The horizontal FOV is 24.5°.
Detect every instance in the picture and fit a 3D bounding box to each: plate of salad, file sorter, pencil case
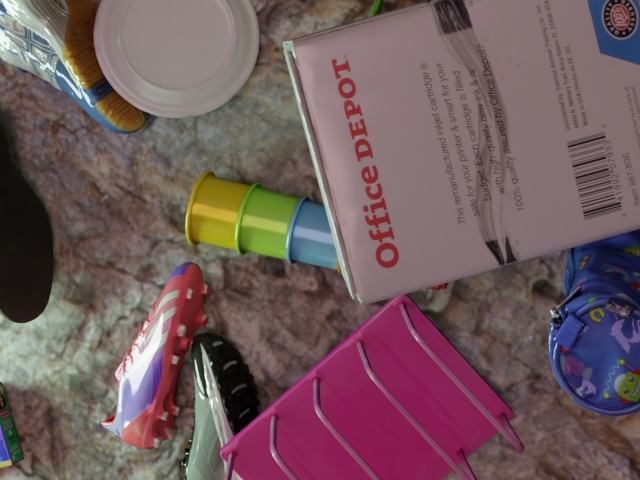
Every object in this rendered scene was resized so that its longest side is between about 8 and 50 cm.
[{"bbox_3d":[-0.174,-0.246,1.787,0.200,0.048,0.199,0,86,-7],"label":"plate of salad"},{"bbox_3d":[0.058,0.240,1.665,0.291,0.182,0.202,-42,98,5],"label":"file sorter"},{"bbox_3d":[0.309,0.074,1.559,0.133,0.306,0.119,37,112,1],"label":"pencil case"}]

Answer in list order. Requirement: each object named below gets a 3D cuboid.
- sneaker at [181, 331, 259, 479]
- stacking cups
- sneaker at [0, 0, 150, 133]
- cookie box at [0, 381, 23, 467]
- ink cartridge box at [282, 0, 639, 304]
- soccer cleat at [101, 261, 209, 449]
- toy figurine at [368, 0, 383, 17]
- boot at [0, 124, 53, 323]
[{"bbox_3d":[-0.129,0.248,1.813,0.108,0.100,0.271,-9,94,21],"label":"sneaker"},{"bbox_3d":[0.000,0.000,1.750,0.316,0.096,0.096,15,100,13],"label":"stacking cups"},{"bbox_3d":[-0.326,-0.244,1.825,0.296,0.112,0.131,53,134,-2],"label":"sneaker"},{"bbox_3d":[-0.448,0.249,1.930,0.092,0.040,0.107,-16,92,16],"label":"cookie box"},{"bbox_3d":[0.182,-0.127,1.575,0.395,0.166,0.285,-15,99,-3],"label":"ink cartridge box"},{"bbox_3d":[-0.208,0.140,1.833,0.095,0.083,0.248,18,103,18],"label":"soccer cleat"},{"bbox_3d":[0.109,-0.183,1.709,0.159,0.130,0.173,22,77,-1],"label":"toy figurine"},{"bbox_3d":[-0.433,-0.038,1.883,0.115,0.112,0.305,-14,97,47],"label":"boot"}]
